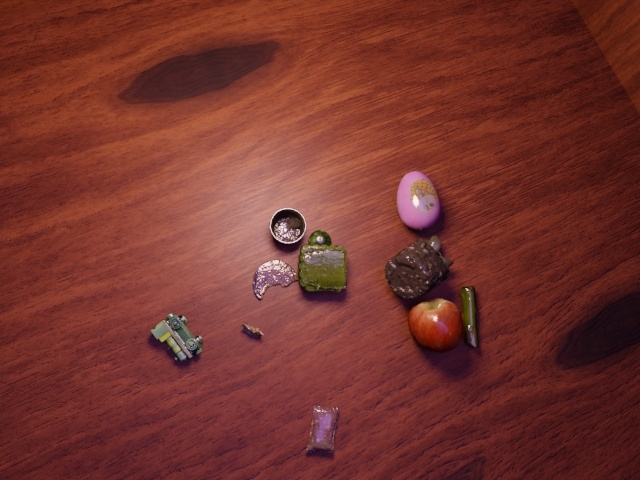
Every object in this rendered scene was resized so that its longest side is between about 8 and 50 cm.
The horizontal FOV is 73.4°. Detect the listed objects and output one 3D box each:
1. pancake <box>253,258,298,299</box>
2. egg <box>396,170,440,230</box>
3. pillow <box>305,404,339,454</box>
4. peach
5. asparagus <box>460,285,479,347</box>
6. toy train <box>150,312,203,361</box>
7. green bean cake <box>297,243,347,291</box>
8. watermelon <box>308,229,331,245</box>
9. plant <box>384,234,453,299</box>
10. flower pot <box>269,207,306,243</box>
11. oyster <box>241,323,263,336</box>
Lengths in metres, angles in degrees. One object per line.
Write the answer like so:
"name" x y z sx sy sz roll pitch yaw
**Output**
"pancake" -0.194 0.172 1.850 0.191 0.020 0.184 10 76 -6
"egg" 0.436 -0.180 1.940 0.196 0.196 0.271 -15 69 -12
"pillow" 0.010 0.768 1.739 0.118 0.043 0.185 9 76 -4
"peach" 0.494 0.374 1.819 0.232 0.232 0.256 -14 113 -12
"asparagus" 0.672 0.344 1.930 0.067 0.060 0.277 8 76 -27
"toy train" -0.566 0.392 1.717 0.132 0.083 0.200 -38 86 -4
"green bean cake" 0.010 0.113 1.823 0.214 0.113 0.200 0 97 -5
"watermelon" 0.000 0.000 1.895 0.106 0.062 0.105 3 72 -9
"plant" 0.439 0.110 1.875 0.215 0.213 0.312 54 40 4
"flower pot" -0.144 -0.055 1.863 0.157 0.107 0.157 1 81 -8
"oyster" -0.278 0.363 1.771 0.083 0.081 0.038 54 47 -28
